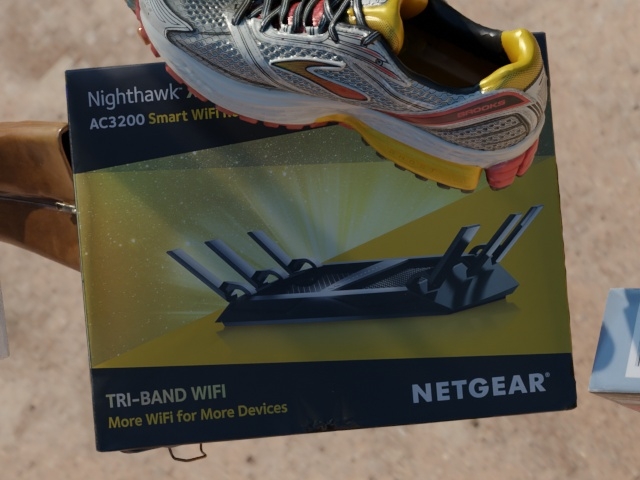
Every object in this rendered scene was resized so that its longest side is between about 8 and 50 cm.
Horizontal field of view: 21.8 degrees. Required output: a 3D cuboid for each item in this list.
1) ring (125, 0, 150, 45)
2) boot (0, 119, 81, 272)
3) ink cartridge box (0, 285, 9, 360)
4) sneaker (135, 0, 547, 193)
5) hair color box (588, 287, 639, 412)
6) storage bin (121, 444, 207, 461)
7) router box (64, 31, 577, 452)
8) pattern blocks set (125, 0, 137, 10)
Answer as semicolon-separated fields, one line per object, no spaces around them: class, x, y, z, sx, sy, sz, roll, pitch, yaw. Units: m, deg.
ring;-0.232;-0.326;1.699;0.032;0.336;0.336;-33;50;-9
boot;-0.307;-0.095;1.403;0.280;0.264;0.096;13;37;44
ink cartridge box;-0.297;0.034;0.806;0.172;0.237;0.100;-6;93;30
sneaker;0.013;-0.108;0.860;0.225;0.093;0.088;18;53;5
hair color box;0.466;0.153;1.653;0.185;0.374;0.114;-2;70;53
storage bin;-0.112;0.150;1.481;0.091;0.135;0.098;2;100;61
router box;0.000;0.000;1.072;0.309;0.081;0.243;-6;90;-3
pattern blocks set;-0.099;-0.232;1.451;0.026;0.325;0.285;-47;52;33
